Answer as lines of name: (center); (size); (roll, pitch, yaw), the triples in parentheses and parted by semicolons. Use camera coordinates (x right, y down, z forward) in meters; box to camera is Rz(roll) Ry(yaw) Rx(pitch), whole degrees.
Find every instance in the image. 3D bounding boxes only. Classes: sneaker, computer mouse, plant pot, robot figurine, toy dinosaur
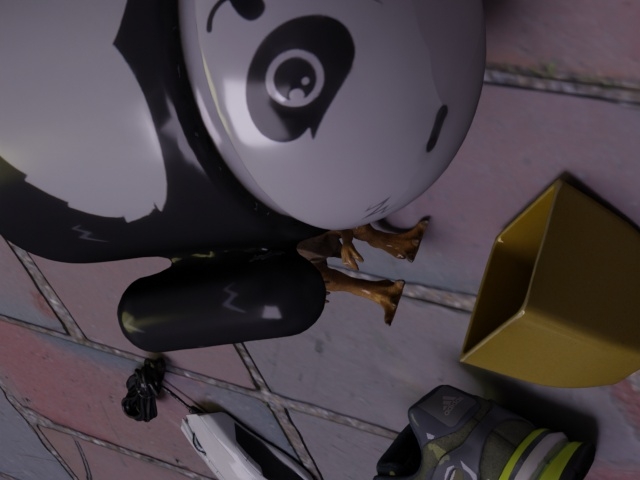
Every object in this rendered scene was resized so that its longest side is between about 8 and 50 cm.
sneaker: (0.096, 0.188, 0.994); (0.121, 0.111, 0.300); (37, 147, 14)
computer mouse: (-0.089, 0.176, 1.199); (0.193, 0.042, 0.106); (36, 150, -5)
plant pot: (0.134, 0.032, 0.730); (0.083, 0.081, 0.081); (24, 152, -8)
robot figurine: (-0.064, -0.079, 0.627); (0.278, 0.173, 0.209); (-6, 129, 33)
toy dinosaur: (0.000, 0.000, 0.821); (0.112, 0.064, 0.211); (20, -179, 4)
